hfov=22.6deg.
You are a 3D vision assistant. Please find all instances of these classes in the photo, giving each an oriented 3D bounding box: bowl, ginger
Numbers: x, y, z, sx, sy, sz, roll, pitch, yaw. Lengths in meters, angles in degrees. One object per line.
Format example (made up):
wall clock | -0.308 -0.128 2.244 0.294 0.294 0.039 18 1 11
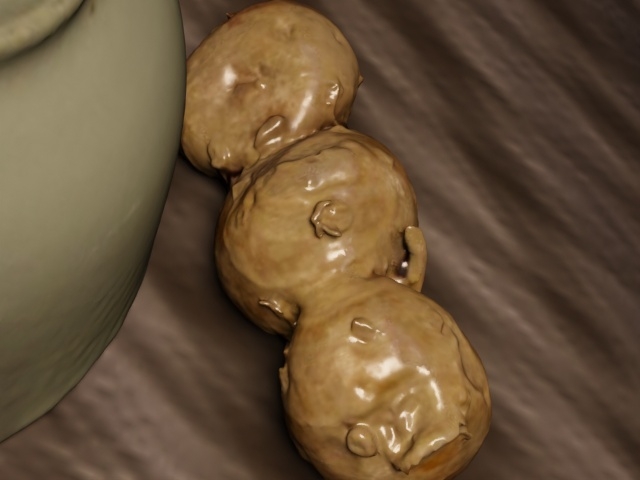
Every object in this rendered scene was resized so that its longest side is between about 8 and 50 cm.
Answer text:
bowl | -0.156 -0.080 0.508 0.289 0.146 0.289 16 56 -25
ginger | 0.000 0.000 0.600 0.080 0.104 0.204 -24 72 5
